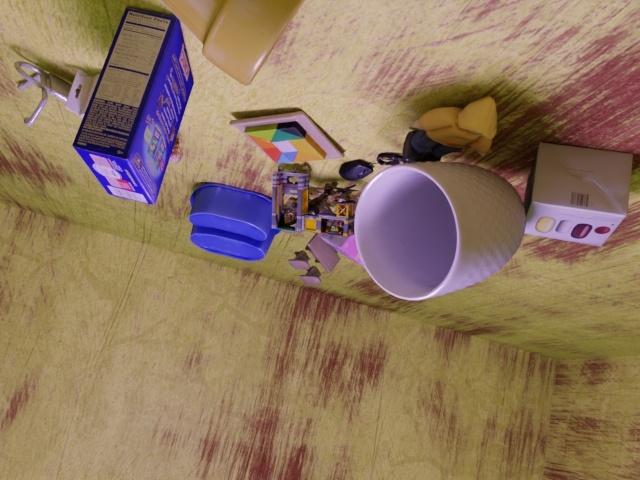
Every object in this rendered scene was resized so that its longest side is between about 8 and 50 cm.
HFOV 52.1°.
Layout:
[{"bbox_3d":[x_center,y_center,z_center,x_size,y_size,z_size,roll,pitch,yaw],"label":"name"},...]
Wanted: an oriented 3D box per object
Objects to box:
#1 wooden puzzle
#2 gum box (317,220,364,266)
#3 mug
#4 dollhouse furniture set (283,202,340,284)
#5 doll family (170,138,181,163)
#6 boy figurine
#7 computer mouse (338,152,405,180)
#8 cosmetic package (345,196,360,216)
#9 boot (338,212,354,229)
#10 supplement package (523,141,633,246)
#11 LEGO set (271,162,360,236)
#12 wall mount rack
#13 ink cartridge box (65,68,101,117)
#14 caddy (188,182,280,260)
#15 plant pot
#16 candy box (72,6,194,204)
[{"bbox_3d":[-0.084,-0.252,1.679,0.220,0.044,0.238,0,160,33],"label":"wooden puzzle"},{"bbox_3d":[0.076,0.007,2.002,0.107,0.062,0.188,39,175,-27],"label":"gum box"},{"bbox_3d":[0.251,-0.053,1.442,0.328,0.276,0.374,-10,-151,-42],"label":"mug"},{"bbox_3d":[0.000,0.000,2.224,0.161,0.212,0.242,-2,131,49],"label":"dollhouse furniture set"},{"bbox_3d":[-0.496,-0.262,1.880,0.163,0.119,0.262,-4,176,-45],"label":"doll family"},{"bbox_3d":[0.291,-0.223,1.388,0.177,0.092,0.285,22,166,-18],"label":"boy figurine"},{"bbox_3d":[0.134,-0.189,1.735,0.071,0.041,0.242,25,161,-33],"label":"computer mouse"},{"bbox_3d":[0.141,-0.099,2.017,0.115,0.060,0.041,6,163,31],"label":"cosmetic package"},{"bbox_3d":[0.142,-0.018,2.062,0.112,0.115,0.305,-22,-155,-25],"label":"boot"},{"bbox_3d":[0.565,-0.100,1.469,0.194,0.149,0.203,10,163,13],"label":"supplement package"},{"bbox_3d":[0.011,-0.131,1.902,0.331,0.192,0.255,10,-165,33],"label":"LEGO set"},{"bbox_3d":[-0.664,-0.346,1.731,0.350,0.130,0.304,29,-163,-37],"label":"wall mount rack"},{"bbox_3d":[-0.518,-0.338,1.632,0.067,0.115,0.198,-4,158,45],"label":"ink cartridge box"},{"bbox_3d":[-0.299,-0.076,2.282,0.341,0.179,0.241,14,141,1],"label":"caddy"},{"bbox_3d":[-0.132,-0.390,0.919,0.239,0.254,0.254,34,160,-12],"label":"plant pot"},{"bbox_3d":[-0.374,-0.271,1.364,0.122,0.317,0.268,15,164,1],"label":"candy box"}]
